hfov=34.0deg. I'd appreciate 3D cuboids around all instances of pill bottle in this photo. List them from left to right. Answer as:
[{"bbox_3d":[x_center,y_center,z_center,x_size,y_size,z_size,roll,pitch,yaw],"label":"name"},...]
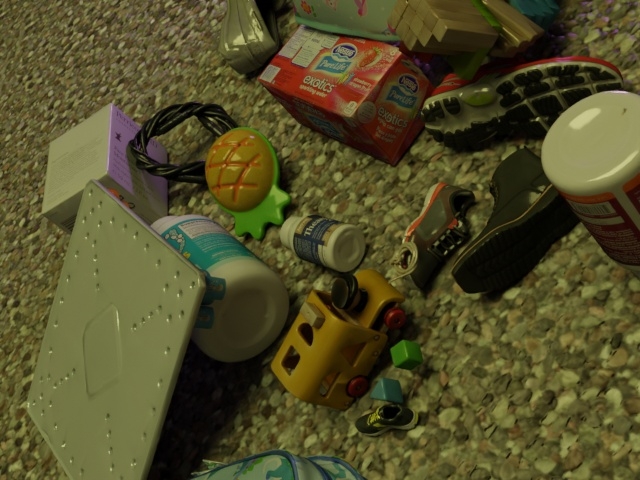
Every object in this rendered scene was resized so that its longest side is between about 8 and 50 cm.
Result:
[{"bbox_3d":[-0.165,0.054,1.492,0.146,0.146,0.264,-50,39,-3],"label":"pill bottle"},{"bbox_3d":[0.000,0.000,1.451,0.120,0.067,0.067,16,70,47],"label":"pill bottle"},{"bbox_3d":[0.326,-0.043,1.074,0.121,0.221,0.121,-24,45,26],"label":"pill bottle"}]

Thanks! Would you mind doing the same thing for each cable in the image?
[{"bbox_3d":[-0.230,-0.167,1.748,0.185,0.047,0.150,6,70,8],"label":"cable"}]

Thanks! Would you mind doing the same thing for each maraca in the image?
[{"bbox_3d":[-0.113,-0.090,1.609,0.127,0.099,0.185,-36,66,22],"label":"maraca"}]

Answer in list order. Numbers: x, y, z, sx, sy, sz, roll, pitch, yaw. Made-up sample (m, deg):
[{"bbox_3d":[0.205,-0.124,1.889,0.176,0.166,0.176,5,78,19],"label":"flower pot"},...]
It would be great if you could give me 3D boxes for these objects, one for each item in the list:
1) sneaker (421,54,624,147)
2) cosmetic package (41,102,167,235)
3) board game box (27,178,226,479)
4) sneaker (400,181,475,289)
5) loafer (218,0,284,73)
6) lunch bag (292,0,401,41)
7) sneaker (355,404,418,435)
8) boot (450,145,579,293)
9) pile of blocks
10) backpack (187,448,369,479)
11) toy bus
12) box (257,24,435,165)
[{"bbox_3d":[0.261,-0.206,1.369,0.279,0.107,0.118,-4,43,35],"label":"sneaker"},{"bbox_3d":[-0.366,-0.102,1.797,0.151,0.151,0.183,-28,44,22],"label":"cosmetic package"},{"bbox_3d":[-0.285,0.156,1.464,0.390,0.050,0.389,34,110,50],"label":"board game box"},{"bbox_3d":[0.152,-0.008,1.331,0.065,0.061,0.157,5,62,37],"label":"sneaker"},{"bbox_3d":[-0.115,-0.439,1.896,0.112,0.112,0.319,-18,55,24],"label":"loafer"},{"bbox_3d":[0.069,-0.407,1.478,0.160,0.223,0.262,-30,35,-26],"label":"lunch bag"},{"bbox_3d":[0.074,0.208,1.237,0.083,0.035,0.031,-18,47,31],"label":"sneaker"},{"bbox_3d":[0.222,-0.028,1.284,0.198,0.076,0.137,-35,34,-6],"label":"boot"},{"bbox_3d":[0.218,-0.276,1.384,0.149,0.362,0.112,42,129,18],"label":"pile of blocks"},{"bbox_3d":[-0.068,0.366,1.095,0.356,0.273,0.290,-14,41,17],"label":"backpack"},{"bbox_3d":[0.022,0.106,1.285,0.191,0.104,0.202,-25,57,45],"label":"toy bus"},{"bbox_3d":[0.041,-0.224,1.558,0.128,0.123,0.257,-53,40,-6],"label":"box"}]
